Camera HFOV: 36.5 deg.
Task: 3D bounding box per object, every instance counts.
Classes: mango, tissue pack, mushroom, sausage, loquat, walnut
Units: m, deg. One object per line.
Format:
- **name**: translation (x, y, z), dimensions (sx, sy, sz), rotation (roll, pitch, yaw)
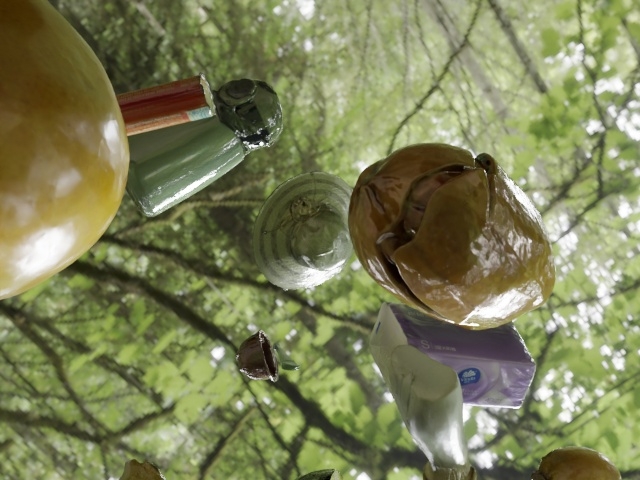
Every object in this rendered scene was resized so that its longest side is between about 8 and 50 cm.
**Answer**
- **mango**: translation (-0.331, -0.130, 0.875), dimensions (0.232, 0.299, 0.446), rotation (-64, -149, 33)
- **tissue pack**: translation (0.313, 0.267, 2.302), dimensions (0.242, 0.338, 0.160), rotation (-116, -143, -57)
- **mushroom**: translation (0.224, 0.360, 1.887), dimensions (0.122, 0.329, 0.159), rotation (-19, -146, -2)
- **sausage**: translation (-0.308, -0.210, 1.594), dimensions (0.263, 0.083, 0.083), rotation (-12, -151, 4)
- **loquat**: translation (0.448, 0.428, 1.693), dimensions (0.163, 0.137, 0.163), rotation (2, -162, -1)
- **walnut**: translation (0.174, 0.008, 1.174), dimensions (0.208, 0.336, 0.209), rotation (-23, -131, 30)

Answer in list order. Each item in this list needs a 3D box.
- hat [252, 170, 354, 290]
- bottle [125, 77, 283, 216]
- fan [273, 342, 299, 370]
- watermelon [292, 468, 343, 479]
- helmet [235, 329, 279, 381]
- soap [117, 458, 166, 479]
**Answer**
- **hat**: translation (0.000, 0.000, 1.873), dimensions (0.252, 0.252, 0.110), rotation (-44, -146, -10)
- **bottle**: translation (-0.235, -0.196, 1.916), dimensions (0.347, 0.169, 0.168), rotation (-31, -157, -12)
- **fan**: translation (-0.076, 0.242, 2.015), dimensions (0.193, 0.038, 0.016), rotation (-146, -117, -77)
- **watermelon**: translation (-0.032, 0.432, 1.563), dimensions (0.193, 0.145, 0.137), rotation (-36, -125, -16)
- **helmet**: translation (-0.110, 0.199, 1.611), dimensions (0.057, 0.089, 0.111), rotation (-19, 164, 4)
- **soap**: translation (-0.275, 0.587, 1.860), dimensions (0.169, 0.305, 0.338), rotation (-32, -169, -31)
